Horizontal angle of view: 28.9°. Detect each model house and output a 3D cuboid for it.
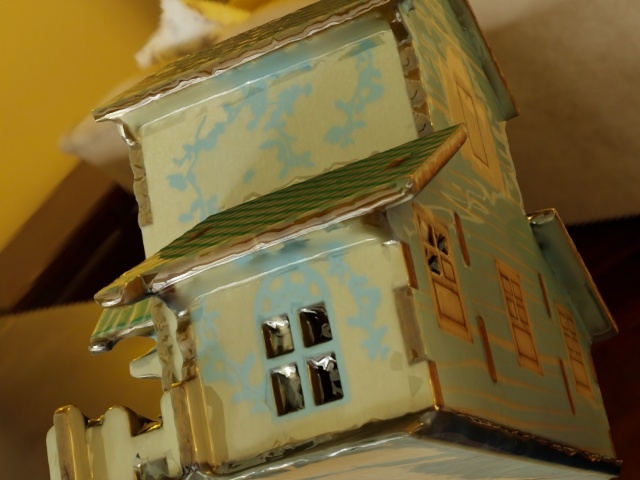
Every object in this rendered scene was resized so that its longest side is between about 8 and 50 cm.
[{"bbox_3d":[0.000,0.000,0.483,0.178,0.271,0.206,-18,71,25],"label":"model house"}]
